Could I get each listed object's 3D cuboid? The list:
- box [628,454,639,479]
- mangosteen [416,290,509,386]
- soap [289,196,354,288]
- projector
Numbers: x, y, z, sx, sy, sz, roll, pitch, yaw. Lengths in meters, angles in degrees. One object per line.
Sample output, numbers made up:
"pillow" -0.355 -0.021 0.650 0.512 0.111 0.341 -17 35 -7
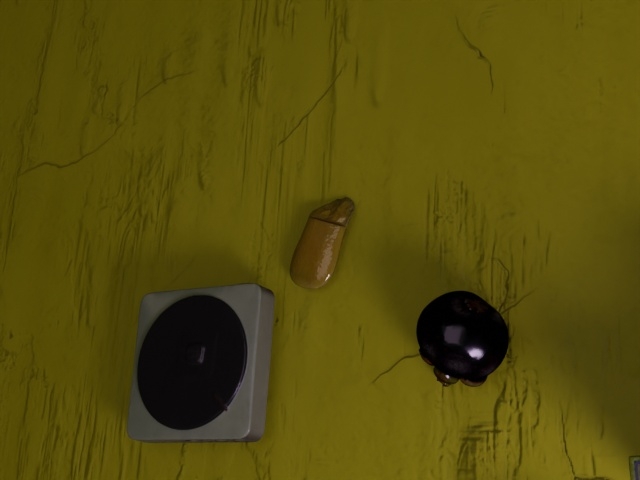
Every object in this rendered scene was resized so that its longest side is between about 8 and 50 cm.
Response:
"box" 0.462 0.287 1.216 0.141 0.220 0.064 -10 69 28
"mangosteen" 0.202 0.153 1.497 0.137 0.137 0.151 38 129 35
"soap" 0.000 0.000 1.721 0.089 0.033 0.168 10 78 31
"projector" -0.200 0.211 1.741 0.257 0.079 0.259 -7 69 30
